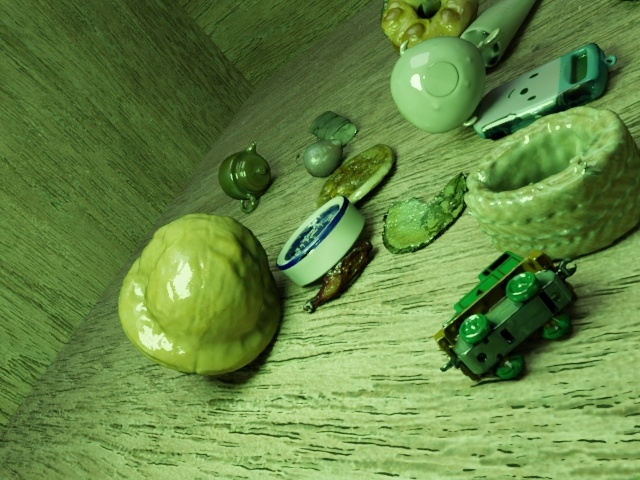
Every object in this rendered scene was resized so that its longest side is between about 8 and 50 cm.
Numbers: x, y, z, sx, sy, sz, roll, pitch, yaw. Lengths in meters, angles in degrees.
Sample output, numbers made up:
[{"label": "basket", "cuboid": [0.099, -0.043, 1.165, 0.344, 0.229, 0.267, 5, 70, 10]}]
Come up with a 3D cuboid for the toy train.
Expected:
[{"label": "toy train", "cuboid": [0.249, 0.098, 0.675, 0.227, 0.091, 0.136, -42, 15, 8]}]

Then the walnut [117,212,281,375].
[{"label": "walnut", "cuboid": [-0.271, 0.119, 1.128, 0.383, 0.383, 0.384, -34, 27, 21]}]

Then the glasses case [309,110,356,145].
[{"label": "glasses case", "cuboid": [0.039, -0.401, 1.757, 0.114, 0.060, 0.299, -43, 25, 4]}]

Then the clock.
[{"label": "clock", "cuboid": [0.000, 0.000, 1.153, 0.230, 0.083, 0.230, -45, 13, 13]}]

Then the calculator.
[{"label": "calculator", "cuboid": [0.453, -0.304, 1.010, 0.293, 0.051, 0.173, -19, 34, 42]}]

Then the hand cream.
[{"label": "hand cream", "cuboid": [0.493, -0.601, 1.350, 0.185, 0.118, 0.359, -14, 31, 53]}]

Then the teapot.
[{"label": "teapot", "cuboid": [-0.269, -0.237, 1.841, 0.175, 0.185, 0.268, -8, 82, 51]}]

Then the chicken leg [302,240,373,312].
[{"label": "chicken leg", "cuboid": [0.039, 0.079, 1.056, 0.205, 0.053, 0.093, -41, 2, -9]}]

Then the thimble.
[{"label": "thimble", "cuboid": [0.348, -0.084, 0.728, 0.229, 0.148, 0.196, -14, 39, 44]}]

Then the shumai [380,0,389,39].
[{"label": "shumai", "cuboid": [0.381, -0.813, 1.779, 0.309, 0.304, 0.263, -35, -7, 15]}]

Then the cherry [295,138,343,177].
[{"label": "cherry", "cuboid": [0.004, -0.279, 1.572, 0.148, 0.115, 0.188, -56, 15, 22]}]

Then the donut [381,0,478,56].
[{"label": "donut", "cuboid": [0.351, -0.713, 1.536, 0.317, 0.150, 0.299, -31, 62, 7]}]

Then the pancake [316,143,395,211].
[{"label": "pancake", "cuboid": [0.091, -0.162, 1.341, 0.282, 0.049, 0.282, -34, 25, 18]}]

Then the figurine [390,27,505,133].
[{"label": "figurine", "cuboid": [0.311, -0.387, 1.153, 0.274, 0.227, 0.394, -36, 3, 20]}]

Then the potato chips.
[{"label": "potato chips", "cuboid": [0.220, -0.061, 1.027, 0.220, 0.029, 0.202, -37, 27, 22]}]
